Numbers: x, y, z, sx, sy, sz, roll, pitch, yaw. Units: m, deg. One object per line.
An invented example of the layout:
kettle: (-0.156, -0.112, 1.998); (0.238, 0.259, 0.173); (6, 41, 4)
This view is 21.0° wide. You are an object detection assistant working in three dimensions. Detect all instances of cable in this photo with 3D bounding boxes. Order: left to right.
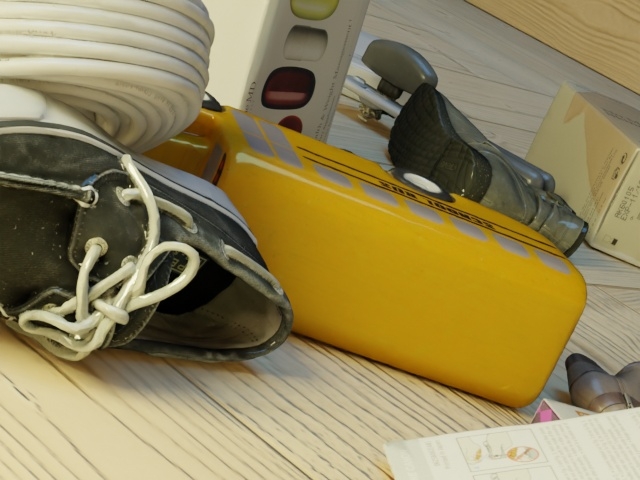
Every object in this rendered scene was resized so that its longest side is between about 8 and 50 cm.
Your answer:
cable: (-0.185, -0.096, 0.964); (0.257, 0.089, 0.257); (-11, -14, 21)

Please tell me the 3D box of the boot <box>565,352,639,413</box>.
boot: (0.226, 0.121, 1.235); (0.118, 0.042, 0.087); (18, 22, -23)

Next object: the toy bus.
toy bus: (0.000, 0.000, 1.143); (0.333, 0.108, 0.130); (20, 16, -20)

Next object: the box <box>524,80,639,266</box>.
box: (0.348, -0.070, 1.954); (0.148, 0.121, 0.311); (20, 15, -15)

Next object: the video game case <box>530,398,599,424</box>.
video game case: (0.255, 0.185, 1.031); (0.210, 0.042, 0.232); (17, 16, -22)

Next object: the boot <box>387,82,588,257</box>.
boot: (0.169, -0.063, 1.754); (0.161, 0.083, 0.246); (26, 18, -25)

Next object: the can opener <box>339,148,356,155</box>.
can opener: (0.019, -0.041, 1.430); (0.059, 0.073, 0.186); (14, 7, -10)

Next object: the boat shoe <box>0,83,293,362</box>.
boat shoe: (-0.121, 0.011, 0.904); (0.105, 0.113, 0.306); (50, 11, 31)

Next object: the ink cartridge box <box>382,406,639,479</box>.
ink cartridge box: (0.165, 0.152, 0.904); (0.232, 0.066, 0.189); (-12, 22, -4)

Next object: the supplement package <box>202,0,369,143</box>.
supplement package: (-0.073, -0.179, 1.456); (0.149, 0.194, 0.203); (21, 12, 21)

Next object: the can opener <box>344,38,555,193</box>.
can opener: (0.137, -0.127, 1.891); (0.280, 0.093, 0.074); (37, 17, 24)

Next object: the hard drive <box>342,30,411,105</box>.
hard drive: (0.029, -0.231, 2.169); (0.203, 0.040, 0.307); (22, 14, -13)
